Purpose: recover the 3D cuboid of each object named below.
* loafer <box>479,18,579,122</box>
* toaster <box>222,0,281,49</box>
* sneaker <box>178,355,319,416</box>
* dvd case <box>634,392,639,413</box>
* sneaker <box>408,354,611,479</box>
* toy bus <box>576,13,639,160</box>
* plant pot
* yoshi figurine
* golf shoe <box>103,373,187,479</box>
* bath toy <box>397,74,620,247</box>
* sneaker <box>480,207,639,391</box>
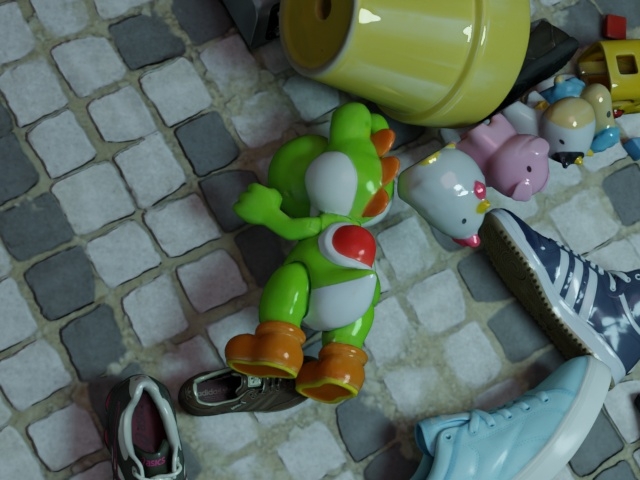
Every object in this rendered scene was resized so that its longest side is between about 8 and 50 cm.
[{"bbox_3d":[0.258,-0.238,1.548,0.220,0.080,0.078,-32,74,-23],"label":"loafer"},{"bbox_3d":[-0.058,-0.377,1.495,0.168,0.110,0.185,-27,82,-18],"label":"toaster"},{"bbox_3d":[-0.078,0.179,1.357,0.189,0.071,0.066,-12,78,-14],"label":"sneaker"},{"bbox_3d":[0.538,0.284,1.430,0.179,0.029,0.238,-9,50,-15],"label":"dvd case"},{"bbox_3d":[0.200,0.249,1.353,0.150,0.135,0.366,46,76,0],"label":"sneaker"},{"bbox_3d":[0.469,-0.237,1.571,0.191,0.104,0.202,37,71,-1],"label":"toy bus"},{"bbox_3d":[0.091,-0.274,1.387,0.239,0.254,0.253,1,73,-36],"label":"plant pot"},{"bbox_3d":[-0.009,0.007,1.376,0.203,0.203,0.362,10,71,12],"label":"yoshi figurine"},{"bbox_3d":[-0.199,0.289,1.278,0.105,0.120,0.272,-10,79,-16],"label":"golf shoe"},{"bbox_3d":[0.247,-0.103,1.420,0.348,0.151,0.129,-32,92,-37],"label":"bath toy"},{"bbox_3d":[0.343,0.044,1.468,0.153,0.099,0.282,-38,92,-14],"label":"sneaker"}]
